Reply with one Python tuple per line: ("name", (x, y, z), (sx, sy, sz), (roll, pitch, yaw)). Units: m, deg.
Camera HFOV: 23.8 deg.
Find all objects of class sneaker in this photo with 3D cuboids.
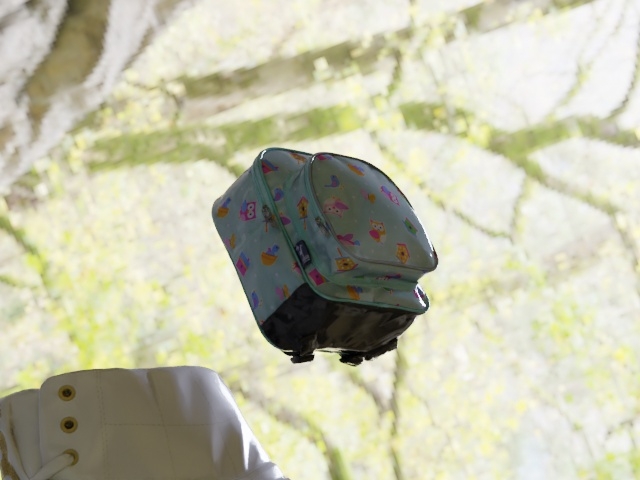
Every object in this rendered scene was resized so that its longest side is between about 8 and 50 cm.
("sneaker", (-0.136, 0.158, 0.699), (0.169, 0.292, 0.108), (55, -39, 19))

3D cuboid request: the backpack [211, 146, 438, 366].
("backpack", (0.000, 0.000, 1.351), (0.165, 0.144, 0.188), (6, 39, -45))
